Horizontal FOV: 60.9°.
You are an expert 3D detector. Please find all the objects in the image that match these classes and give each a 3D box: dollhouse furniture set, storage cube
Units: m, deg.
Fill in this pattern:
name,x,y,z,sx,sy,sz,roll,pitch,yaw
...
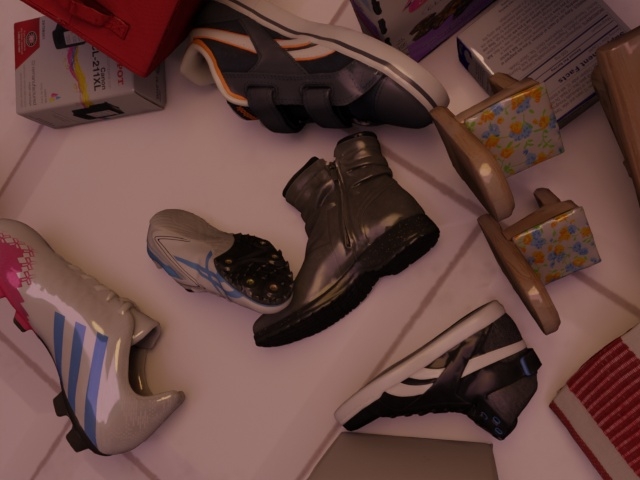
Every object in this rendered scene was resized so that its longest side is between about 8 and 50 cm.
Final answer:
name,x,y,z,sx,sy,sz,roll,pitch,yaw
dollhouse furniture set,0.269,-0.133,0.372,0.362,0.256,0.394,-27,117,11
storage cube,-0.195,-0.330,0.567,0.184,0.214,0.193,31,130,-15

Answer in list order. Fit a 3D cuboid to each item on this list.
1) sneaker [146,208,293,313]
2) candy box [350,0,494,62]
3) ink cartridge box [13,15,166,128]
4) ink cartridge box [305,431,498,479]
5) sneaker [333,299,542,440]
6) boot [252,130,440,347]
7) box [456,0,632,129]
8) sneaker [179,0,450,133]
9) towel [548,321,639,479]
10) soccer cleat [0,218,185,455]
name,x,y,z,sx,sy,sz,roll,pitch,yaw
sneaker,-0.116,0.032,0.617,0.237,0.085,0.086,24,123,40
candy box,0.111,-0.271,0.541,0.165,0.196,0.070,-37,78,10
ink cartridge box,-0.300,-0.228,0.710,0.175,0.072,0.127,-6,84,15
ink cartridge box,0.083,0.329,0.522,0.172,0.168,0.232,-1,87,14
sneaker,0.129,0.169,0.567,0.217,0.079,0.121,-36,77,8
boot,0.000,0.000,0.626,0.247,0.083,0.161,-38,66,10
box,0.235,-0.192,0.567,0.126,0.072,0.137,-37,78,10
sneaker,-0.021,-0.173,0.608,0.321,0.126,0.127,31,90,26
towel,0.349,0.136,0.409,0.237,0.037,0.328,60,140,33
soccer cleat,-0.286,0.096,0.677,0.143,0.116,0.331,-31,81,-5
